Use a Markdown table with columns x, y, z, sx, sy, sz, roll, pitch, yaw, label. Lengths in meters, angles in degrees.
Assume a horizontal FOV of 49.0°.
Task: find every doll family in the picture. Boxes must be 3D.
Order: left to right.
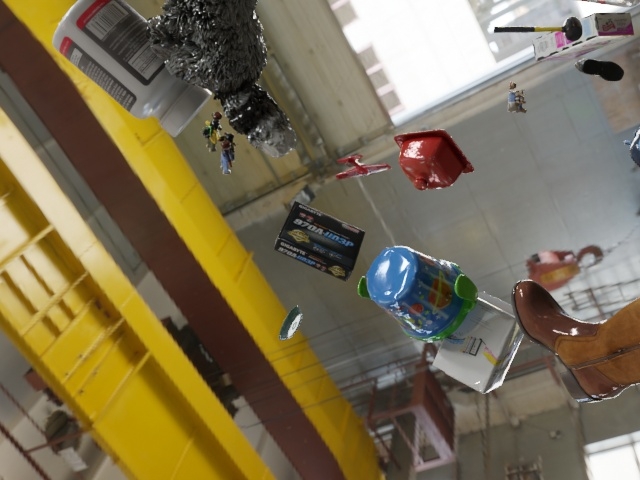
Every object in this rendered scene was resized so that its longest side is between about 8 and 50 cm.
| x | y | z | sx | sy | sz | roll | pitch | yaw | label |
| --- | --- | --- | --- | --- | --- | --- | --- | --- | --- |
| -0.272 | -0.273 | 1.923 | 0.076 | 0.111 | 0.193 | -25 | -116 | -29 | doll family |

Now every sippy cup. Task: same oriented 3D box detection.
| x | y | z | sx | sy | sz | roll | pitch | yaw | label |
| --- | --- | --- | --- | --- | --- | --- | --- | --- | --- |
| 0.247 | 0.128 | 1.875 | 0.224 | 0.305 | 0.240 | 31 | -150 | -40 | sippy cup |

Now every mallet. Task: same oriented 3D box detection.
| x | y | z | sx | sy | sz | roll | pitch | yaw | label |
| --- | --- | --- | --- | --- | --- | --- | --- | --- | --- |
| 0.478 | -0.460 | 1.539 | 0.062 | 0.189 | 0.039 | -84 | -9 | -53 | mallet |

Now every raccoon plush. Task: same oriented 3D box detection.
| x | y | z | sx | sy | sz | roll | pitch | yaw | label |
| --- | --- | --- | --- | --- | --- | --- | --- | --- | --- |
| -0.135 | -0.420 | 1.370 | 0.446 | 0.299 | 0.216 | 42 | -130 | -4 | raccoon plush |

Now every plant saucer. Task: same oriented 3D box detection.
| x | y | z | sx | sy | sz | roll | pitch | yaw | label |
| --- | --- | --- | --- | --- | --- | --- | --- | --- | --- |
| -0.087 | 0.257 | 2.144 | 0.021 | 0.119 | 0.119 | 26 | -164 | 16 | plant saucer |

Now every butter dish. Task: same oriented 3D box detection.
| x | y | z | sx | sy | sz | roll | pitch | yaw | label |
| --- | --- | --- | --- | --- | --- | --- | --- | --- | --- |
| 0.252 | -0.170 | 1.649 | 0.160 | 0.160 | 0.118 | 43 | -118 | -36 | butter dish |

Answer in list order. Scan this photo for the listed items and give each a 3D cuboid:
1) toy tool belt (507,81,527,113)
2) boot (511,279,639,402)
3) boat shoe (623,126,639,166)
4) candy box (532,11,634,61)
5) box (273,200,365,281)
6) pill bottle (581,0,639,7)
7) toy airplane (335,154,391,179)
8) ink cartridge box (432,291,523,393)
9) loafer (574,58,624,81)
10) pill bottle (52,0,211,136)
| x | y | z | sx | sy | sz | roll | pitch | yaw | label |
| --- | --- | --- | --- | --- | --- | --- | --- | --- | --- |
| 0.533 | -0.384 | 1.888 | 0.052 | 0.051 | 0.083 | -53 | -35 | -66 | toy tool belt |
| 0.476 | 0.145 | 1.213 | 0.096 | 0.280 | 0.264 | -18 | -107 | -24 | boot |
| 0.694 | -0.201 | 1.430 | 0.258 | 0.089 | 0.109 | -27 | -94 | -36 | boat shoe |
| 0.764 | -0.593 | 2.052 | 0.159 | 0.233 | 0.071 | -11 | -90 | -29 | candy box |
| 0.000 | 0.000 | 1.919 | 0.220 | 0.051 | 0.175 | 24 | -139 | -2 | box |
| 0.425 | -0.587 | 1.335 | 0.229 | 0.407 | 0.229 | -39 | -41 | -45 | pill bottle |
| 0.093 | -0.183 | 1.748 | 0.151 | 0.151 | 0.028 | 17 | -114 | -61 | toy airplane |
| 0.461 | 0.285 | 1.993 | 0.168 | 0.233 | 0.171 | 27 | -168 | 29 | ink cartridge box |
| 0.912 | -0.562 | 2.293 | 0.169 | 0.062 | 0.061 | 12 | -162 | -18 | loafer |
| -0.397 | -0.377 | 1.517 | 0.318 | 0.176 | 0.176 | 41 | -151 | -12 | pill bottle |
